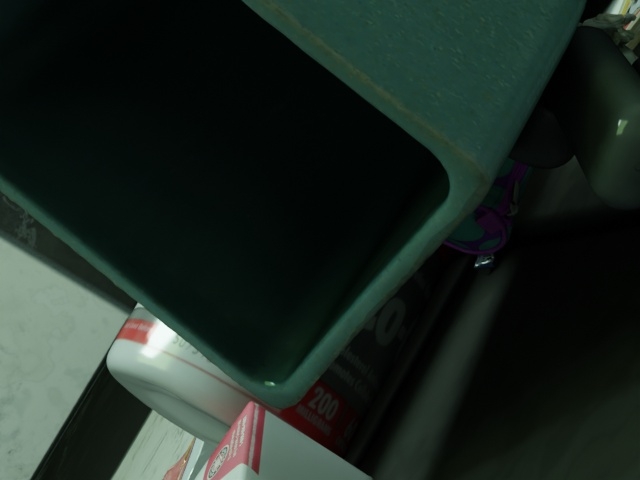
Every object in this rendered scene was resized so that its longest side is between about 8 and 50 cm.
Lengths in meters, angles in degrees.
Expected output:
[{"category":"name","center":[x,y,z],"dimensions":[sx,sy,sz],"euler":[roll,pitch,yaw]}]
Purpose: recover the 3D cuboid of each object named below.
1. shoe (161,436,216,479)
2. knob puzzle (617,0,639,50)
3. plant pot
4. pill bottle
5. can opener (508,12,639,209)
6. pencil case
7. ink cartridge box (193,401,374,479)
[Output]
[{"category":"shoe","center":[-0.076,0.155,1.120],"dimensions":[0.081,0.063,0.178],"euler":[-24,39,65]},{"category":"knob puzzle","center":[0.213,-0.207,0.809],"dimensions":[0.213,0.030,0.213],"euler":[-62,2,3]},{"category":"plant pot","center":[-0.010,-0.119,0.724],"dimensions":[0.252,0.247,0.248],"euler":[-51,-1,-36]},{"category":"pill bottle","center":[0.000,0.000,0.930],"dimensions":[0.283,0.161,0.161],"euler":[-60,10,-15]},{"category":"can opener","center":[0.139,-0.057,0.694],"dimensions":[0.280,0.074,0.093],"euler":[-94,21,-73]},{"category":"pencil case","center":[0.109,-0.062,0.864],"dimensions":[0.070,0.064,0.152],"euler":[6,55,36]},{"category":"ink cartridge box","center":[-0.064,0.220,0.766],"dimensions":[0.218,0.092,0.158],"euler":[-54,10,16]}]
